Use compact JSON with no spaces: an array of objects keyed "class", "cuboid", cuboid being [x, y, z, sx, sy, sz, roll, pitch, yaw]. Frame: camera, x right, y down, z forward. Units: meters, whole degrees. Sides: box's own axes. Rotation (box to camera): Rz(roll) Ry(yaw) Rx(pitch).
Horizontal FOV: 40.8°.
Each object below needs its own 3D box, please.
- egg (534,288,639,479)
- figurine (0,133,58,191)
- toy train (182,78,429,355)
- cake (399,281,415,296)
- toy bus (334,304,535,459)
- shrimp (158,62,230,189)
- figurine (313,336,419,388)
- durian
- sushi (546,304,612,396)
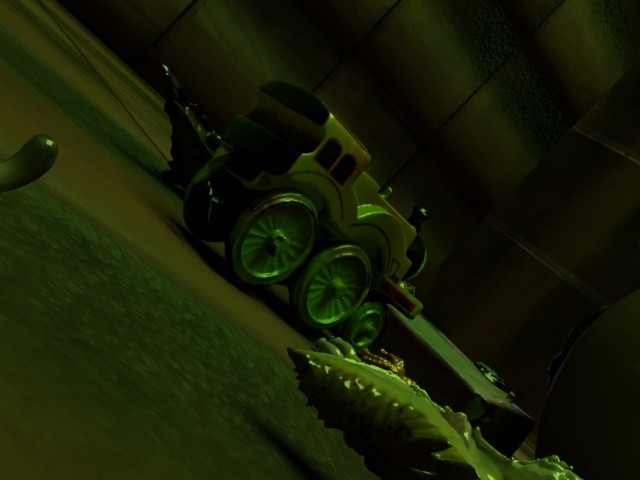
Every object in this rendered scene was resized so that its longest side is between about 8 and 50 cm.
[{"class":"egg","cuboid":[0.295,0.176,0.513,0.374,0.301,0.301,51,-1,-20]},{"class":"figurine","cuboid":[-0.114,-0.028,0.225,0.047,0.050,0.083,38,-2,37]},{"class":"toy train","cuboid":[0.007,-0.006,0.757,0.100,0.160,0.296,37,-3,38]},{"class":"cake","cuboid":[0.035,0.091,1.120,0.185,0.116,0.080,-7,37,-45]},{"class":"toy bus","cuboid":[0.100,0.125,0.910,0.112,0.090,0.274,35,6,-39]},{"class":"shrimp","cuboid":[-0.136,-0.082,0.893,0.117,0.066,0.262,27,-24,37]},{"class":"figurine","cuboid":[0.036,0.104,0.686,0.064,0.047,0.109,2,25,-42]},{"class":"durian","cuboid":[0.066,0.126,0.367,0.224,0.078,0.140,33,11,15]},{"class":"sushi","cuboid":[0.305,0.235,0.767,0.207,0.234,0.348,64,3,-85]}]
